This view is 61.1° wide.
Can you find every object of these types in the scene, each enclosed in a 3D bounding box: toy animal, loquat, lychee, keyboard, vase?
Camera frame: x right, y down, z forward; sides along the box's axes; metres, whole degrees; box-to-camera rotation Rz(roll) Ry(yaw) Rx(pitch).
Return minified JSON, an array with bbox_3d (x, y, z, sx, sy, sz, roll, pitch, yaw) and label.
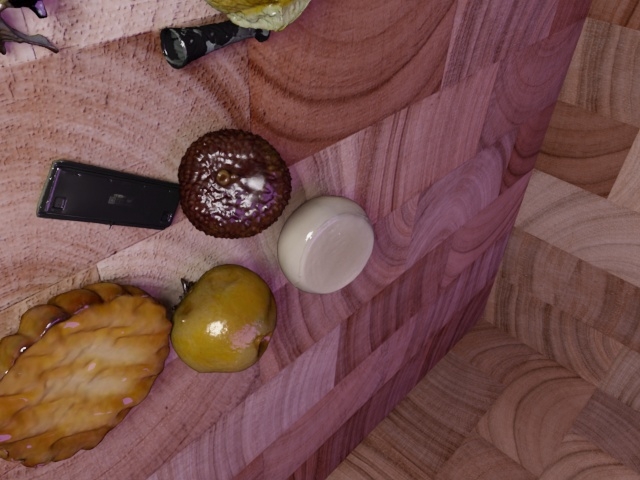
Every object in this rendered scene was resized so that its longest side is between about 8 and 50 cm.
[{"bbox_3d":[-0.363,-0.234,0.553,0.202,0.070,0.105,-25,155,-49],"label":"toy animal"},{"bbox_3d":[-0.188,0.154,1.038,0.213,0.213,0.213,-36,143,-33],"label":"loquat"},{"bbox_3d":[-0.144,-0.092,0.895,0.194,0.194,0.194,-36,143,-33],"label":"lychee"},{"bbox_3d":[-0.310,-0.062,0.825,0.230,0.025,0.093,8,109,-58],"label":"keyboard"},{"bbox_3d":[-0.151,-0.304,0.802,0.167,0.059,0.059,-34,142,-36],"label":"vase"}]

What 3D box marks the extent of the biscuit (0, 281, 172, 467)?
[{"bbox_3d":[-0.392,0.205,0.875,0.326,0.107,0.325,-40,148,-31],"label":"biscuit"}]

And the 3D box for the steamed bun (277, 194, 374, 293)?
[{"bbox_3d":[0.000,0.000,1.214,0.232,0.145,0.231,-21,129,-28],"label":"steamed bun"}]

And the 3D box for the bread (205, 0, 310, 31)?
[{"bbox_3d":[-0.069,-0.410,0.747,0.257,0.124,0.185,-49,142,-31],"label":"bread"}]
